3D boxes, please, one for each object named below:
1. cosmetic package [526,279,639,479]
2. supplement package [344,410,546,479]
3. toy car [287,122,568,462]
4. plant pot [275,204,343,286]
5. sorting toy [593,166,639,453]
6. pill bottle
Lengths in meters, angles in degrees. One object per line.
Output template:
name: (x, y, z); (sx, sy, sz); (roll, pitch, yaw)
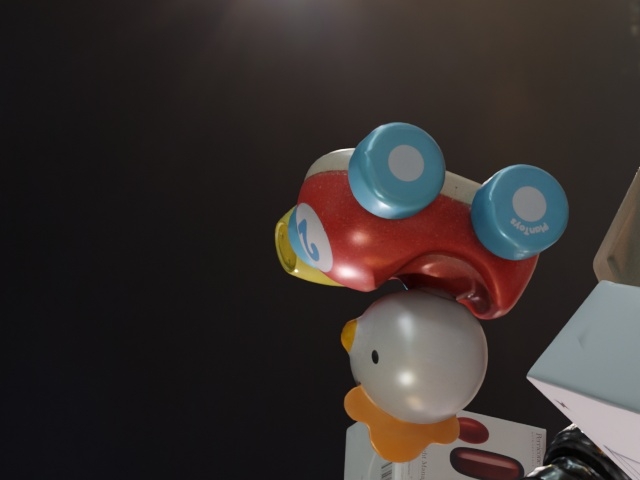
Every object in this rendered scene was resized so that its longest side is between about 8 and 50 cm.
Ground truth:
cosmetic package: (0.337, 0.188, 0.880); (0.377, 0.097, 0.284); (43, 172, -17)
supplement package: (0.146, 0.314, 1.728); (0.149, 0.203, 0.194); (137, 142, -56)
toy car: (0.066, 0.060, 1.190); (0.219, 0.210, 0.238); (139, 147, -67)
plant pot: (0.000, 0.000, 1.791); (0.134, 0.095, 0.134); (168, 90, -68)
sorting toy: (0.274, 0.017, 1.092); (0.196, 0.047, 0.347); (-98, 18, -45)
pill bottle: (0.278, 0.202, 1.290); (0.219, 0.123, 0.122); (-27, -62, -31)
